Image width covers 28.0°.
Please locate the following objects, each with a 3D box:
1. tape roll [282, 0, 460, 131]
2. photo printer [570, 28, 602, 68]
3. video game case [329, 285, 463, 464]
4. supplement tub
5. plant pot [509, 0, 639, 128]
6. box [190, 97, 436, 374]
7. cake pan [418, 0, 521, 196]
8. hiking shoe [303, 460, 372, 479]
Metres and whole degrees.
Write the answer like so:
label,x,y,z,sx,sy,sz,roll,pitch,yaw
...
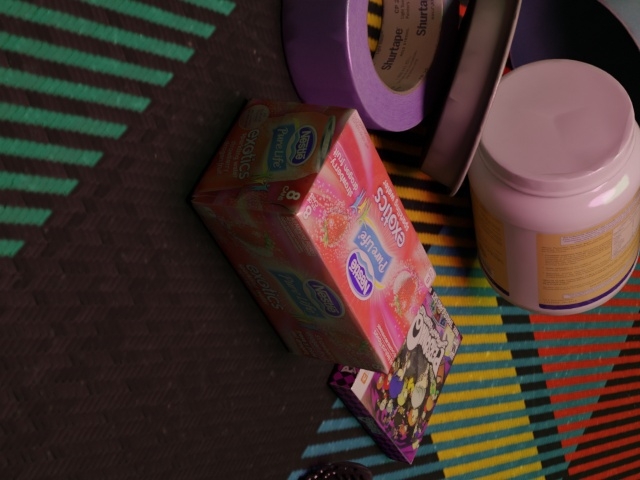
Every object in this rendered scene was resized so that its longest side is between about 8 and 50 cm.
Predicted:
label,x,y,z,sx,sy,sz,roll,pitch,yaw
tape roll,0.066,-0.269,1.524,0.274,0.090,0.275,-19,112,-55
photo printer,0.472,-0.344,2.138,0.307,0.107,0.256,12,88,-58
video game case,0.108,0.160,1.740,0.210,0.041,0.232,-64,144,-24
supplement tub,0.330,-0.070,1.799,0.331,0.241,0.241,74,37,-56
plant pot,0.445,-0.283,1.889,0.195,0.290,0.290,-32,127,-24
box,0.000,0.000,1.433,0.154,0.142,0.300,-61,143,-28
cake pan,0.189,-0.203,1.652,0.293,0.054,0.293,17,90,-90
hiking shoe,-0.007,0.376,1.591,0.227,0.086,0.114,-51,151,-31
